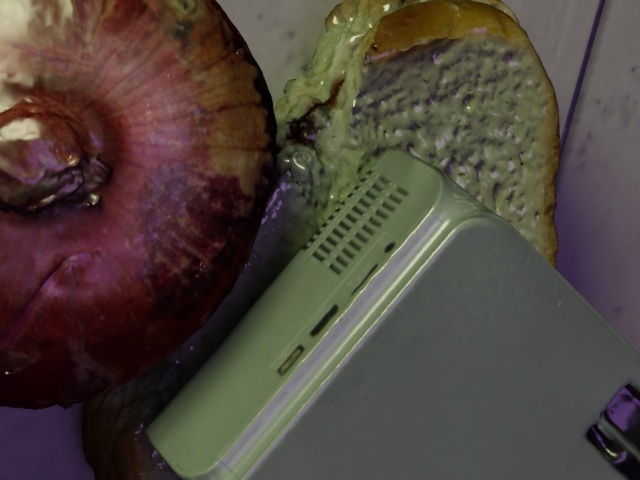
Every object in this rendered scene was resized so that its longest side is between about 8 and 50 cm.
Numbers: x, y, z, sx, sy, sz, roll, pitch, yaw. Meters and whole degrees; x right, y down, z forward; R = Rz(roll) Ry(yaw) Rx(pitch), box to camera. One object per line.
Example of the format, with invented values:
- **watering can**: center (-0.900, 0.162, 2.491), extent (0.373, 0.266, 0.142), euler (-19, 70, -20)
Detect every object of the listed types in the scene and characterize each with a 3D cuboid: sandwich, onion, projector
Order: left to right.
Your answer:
- **onion**: center (-0.141, -0.039, 0.855), extent (0.246, 0.190, 0.246), euler (0, 89, -5)
- **sandwich**: center (-0.002, -0.001, 0.966), extent (0.288, 0.099, 0.254), euler (-16, 114, -21)
- **projector**: center (0.064, 0.102, 0.916), extent (0.198, 0.108, 0.250), euler (-50, 120, -3)
